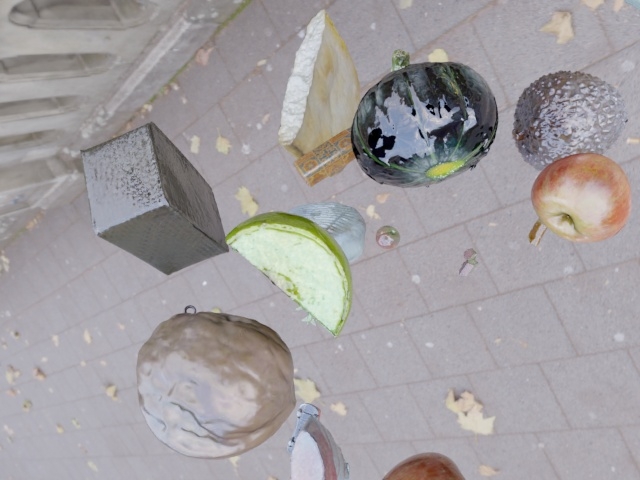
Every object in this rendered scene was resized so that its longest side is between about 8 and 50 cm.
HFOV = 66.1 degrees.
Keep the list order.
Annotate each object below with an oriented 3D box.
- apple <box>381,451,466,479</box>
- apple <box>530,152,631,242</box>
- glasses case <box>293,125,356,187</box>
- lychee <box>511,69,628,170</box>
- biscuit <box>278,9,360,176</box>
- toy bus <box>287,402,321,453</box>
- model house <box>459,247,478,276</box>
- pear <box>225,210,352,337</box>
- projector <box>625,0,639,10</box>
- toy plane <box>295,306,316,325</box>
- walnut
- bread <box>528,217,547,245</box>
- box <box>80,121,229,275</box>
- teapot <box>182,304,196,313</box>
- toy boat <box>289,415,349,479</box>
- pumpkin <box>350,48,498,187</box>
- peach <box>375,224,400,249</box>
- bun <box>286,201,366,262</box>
[{"bbox_3d":[0.192,0.484,0.876,0.174,0.188,0.188,-26,96,0],"label":"apple"},{"bbox_3d":[0.573,-0.093,1.076,0.209,0.164,0.209,40,167,11],"label":"apple"},{"bbox_3d":[0.042,-0.219,1.194,0.075,0.218,0.049,55,177,43],"label":"glasses case"},{"bbox_3d":[0.675,-0.330,1.361,0.300,0.300,0.300,14,117,29],"label":"lychee"},{"bbox_3d":[0.017,-0.416,1.497,0.104,0.446,0.429,4,82,24],"label":"biscuit"},{"bbox_3d":[-0.048,0.644,1.680,0.079,0.077,0.174,13,82,23],"label":"toy bus"},{"bbox_3d":[0.508,0.076,1.699,0.057,0.058,0.083,51,136,28],"label":"model house"},{"bbox_3d":[-0.030,0.033,1.009,0.288,0.239,0.139,42,93,-4],"label":"pear"},{"bbox_3d":[0.283,-0.343,0.430,0.257,0.099,0.192,34,85,4],"label":"projector"},{"bbox_3d":[-0.027,0.221,1.567,0.102,0.040,0.111,17,111,6],"label":"toy plane"},{"bbox_3d":[-0.169,0.236,0.821,0.273,0.227,0.273,5,111,12],"label":"walnut"},{"bbox_3d":[0.652,-0.026,1.471,0.036,0.047,0.083,13,130,3],"label":"bread"},{"bbox_3d":[-0.306,-0.068,0.942,0.143,0.273,0.184,-21,67,4],"label":"box"},{"bbox_3d":[-0.319,0.198,1.143,0.045,0.100,0.068,14,157,-2],"label":"teapot"},{"bbox_3d":[0.019,0.527,1.169,0.096,0.282,0.206,-20,63,17],"label":"toy boat"},{"bbox_3d":[0.198,-0.251,1.014,0.296,0.296,0.295,14,117,29],"label":"pumpkin"},{"bbox_3d":[0.219,-0.008,1.607,0.083,0.083,0.083,14,117,29],"label":"peach"},{"bbox_3d":[-0.002,0.003,1.740,0.355,0.354,0.194,9,127,31],"label":"bun"}]
